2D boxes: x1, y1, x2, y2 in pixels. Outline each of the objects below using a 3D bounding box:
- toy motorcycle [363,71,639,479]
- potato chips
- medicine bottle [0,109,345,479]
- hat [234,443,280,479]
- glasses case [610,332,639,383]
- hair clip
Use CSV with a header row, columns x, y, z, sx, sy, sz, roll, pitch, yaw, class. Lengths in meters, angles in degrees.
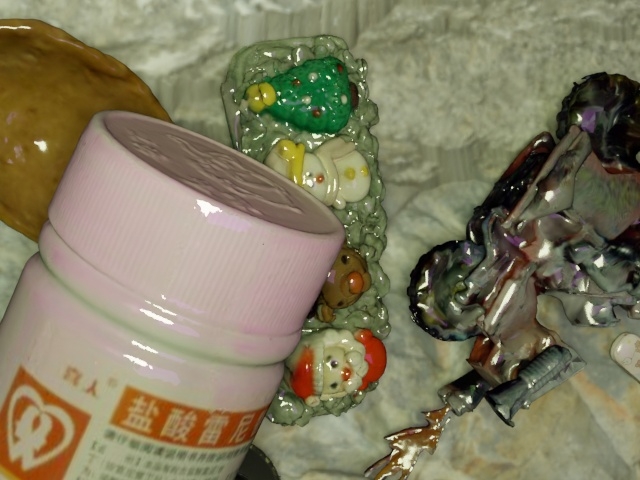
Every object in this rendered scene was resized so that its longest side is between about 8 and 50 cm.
x,y,z,sx,sy,sz,roll,pitch,yaw,class
0.180,0.054,1.031,0.207,0.134,0.401,45,79,-12,toy motorcycle
-0.196,-0.076,0.925,0.201,0.049,0.150,32,98,-21,potato chips
-0.133,0.089,0.870,0.202,0.202,0.316,20,104,-21,medicine bottle
-0.087,0.222,1.017,0.121,0.050,0.121,-2,96,-20,hat
0.307,0.119,1.149,0.083,0.021,0.032,40,88,-21,glasses case
0.001,-0.001,0.985,0.138,0.091,0.321,-10,104,-20,hair clip
